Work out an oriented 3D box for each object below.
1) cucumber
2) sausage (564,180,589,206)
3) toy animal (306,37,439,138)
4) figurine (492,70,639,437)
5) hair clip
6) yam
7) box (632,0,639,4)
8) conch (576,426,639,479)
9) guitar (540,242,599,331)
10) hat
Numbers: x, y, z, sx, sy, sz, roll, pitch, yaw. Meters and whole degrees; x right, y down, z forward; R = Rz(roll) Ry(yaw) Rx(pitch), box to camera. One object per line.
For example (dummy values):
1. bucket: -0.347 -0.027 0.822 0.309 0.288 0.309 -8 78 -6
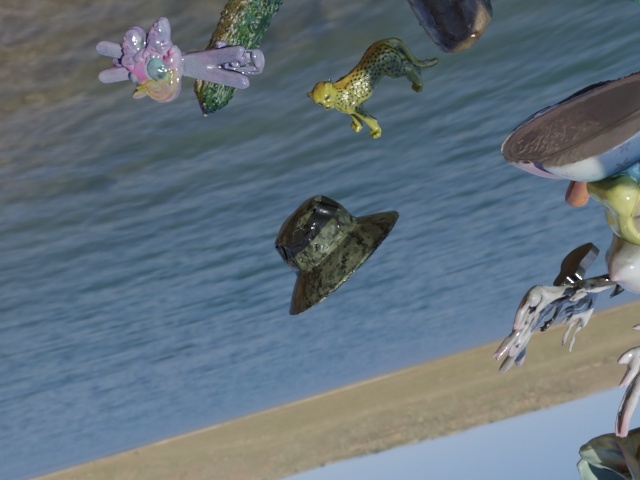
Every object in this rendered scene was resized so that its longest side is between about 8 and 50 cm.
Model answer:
1. cucumber: -0.139 -0.390 1.455 0.096 0.096 0.359 1 125 -58
2. sausage: 0.375 -0.081 1.149 0.034 0.034 0.083 -14 143 -13
3. toy animal: 0.080 -0.244 1.200 0.181 0.073 0.136 -43 133 8
4. figurine: 0.308 0.017 0.890 0.284 0.315 0.206 -41 -155 -19
5. hair clip: -0.231 -0.297 1.312 0.278 0.137 0.090 -1 -156 -3
6. yam: 0.206 -0.453 1.391 0.129 0.238 0.128 14 -120 50
7. box: 0.473 -0.426 1.074 0.264 0.337 0.106 -55 161 7
8. conch: 0.669 0.465 1.476 0.197 0.249 0.368 -6 -151 -28
9. guitar: 0.488 0.095 1.601 0.233 0.025 0.088 -51 -173 -31
10. hat: 0.000 0.000 1.345 0.265 0.128 0.265 -46 -173 7
